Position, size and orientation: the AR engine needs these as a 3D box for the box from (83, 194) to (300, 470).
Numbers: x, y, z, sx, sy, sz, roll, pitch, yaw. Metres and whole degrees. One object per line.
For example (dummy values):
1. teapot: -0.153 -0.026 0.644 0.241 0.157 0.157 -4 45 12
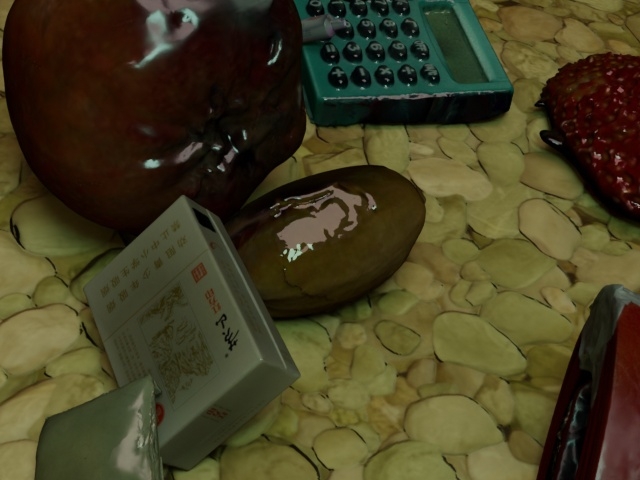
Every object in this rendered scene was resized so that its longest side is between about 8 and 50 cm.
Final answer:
1. box: -0.118 0.077 0.906 0.141 0.058 0.201 -42 50 13

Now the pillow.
1. pillow: -0.172 0.209 0.799 0.119 0.053 0.208 -20 49 13

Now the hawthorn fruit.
1. hawthorn fruit: -0.166 -0.163 1.036 0.308 0.308 0.325 -6 36 -16

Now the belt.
1. belt: 0.235 0.181 0.782 0.115 0.227 0.324 17 67 5

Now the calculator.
1. calculator: 0.092 -0.242 1.316 0.274 0.058 0.248 -3 45 -12

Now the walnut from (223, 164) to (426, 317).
1. walnut: 0.000 0.000 1.009 0.245 0.137 0.137 -22 53 -28

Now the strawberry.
1. strawberry: 0.377 -0.152 1.223 0.233 0.138 0.306 -22 54 -27

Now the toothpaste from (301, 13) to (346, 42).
1. toothpaste: -0.045 -0.252 1.278 0.170 0.028 0.045 -5 39 29
